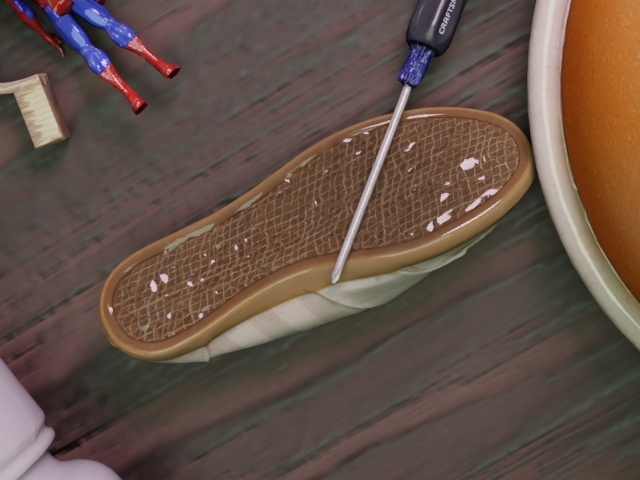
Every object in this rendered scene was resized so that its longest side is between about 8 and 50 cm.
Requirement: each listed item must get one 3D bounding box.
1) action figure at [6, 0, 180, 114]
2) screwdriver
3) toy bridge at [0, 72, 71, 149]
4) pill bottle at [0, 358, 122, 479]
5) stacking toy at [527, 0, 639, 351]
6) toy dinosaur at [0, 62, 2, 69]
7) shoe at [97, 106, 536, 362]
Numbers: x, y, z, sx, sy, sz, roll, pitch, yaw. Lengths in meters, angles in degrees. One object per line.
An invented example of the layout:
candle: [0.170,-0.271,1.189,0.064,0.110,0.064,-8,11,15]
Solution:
action figure: [-0.120,-0.109,0.758,0.115,0.030,0.038,43,94,0]
screwdriver: [0.034,-0.060,0.731,0.024,0.025,0.170,15,73,31]
toy bridge: [-0.220,-0.046,0.775,0.188,0.026,0.063,-19,96,6]
pill bottle: [-0.125,0.206,0.748,0.160,0.160,0.283,-34,97,8]
stacking toy: [0.257,-0.038,0.522,0.351,0.480,0.350,1,100,3]
toy dinosaur: [-0.161,-0.210,0.648,0.322,0.164,0.218,22,116,-15]
shoe: [0.000,0.000,0.763,0.219,0.058,0.076,-23,67,3]
